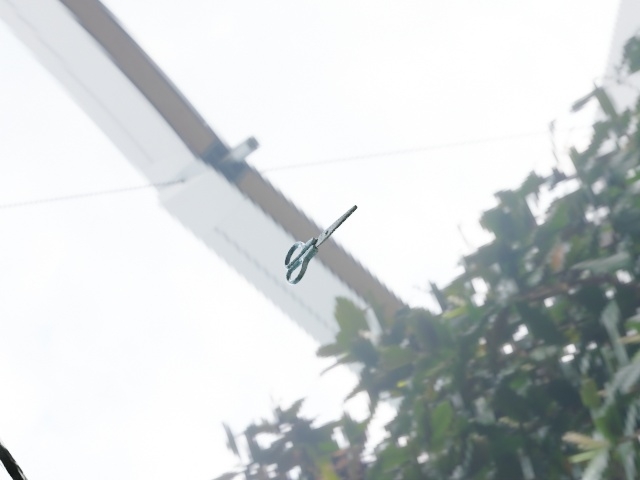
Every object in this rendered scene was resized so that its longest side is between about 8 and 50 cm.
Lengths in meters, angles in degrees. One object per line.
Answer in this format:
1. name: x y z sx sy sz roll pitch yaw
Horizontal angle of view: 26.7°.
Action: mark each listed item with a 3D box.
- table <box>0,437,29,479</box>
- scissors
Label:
1. table: -0.459 0.234 1.277 0.222 0.335 0.272 -32 -87 4
2. scissors: 0.000 0.000 0.960 0.006 0.083 0.036 27 -141 -27
